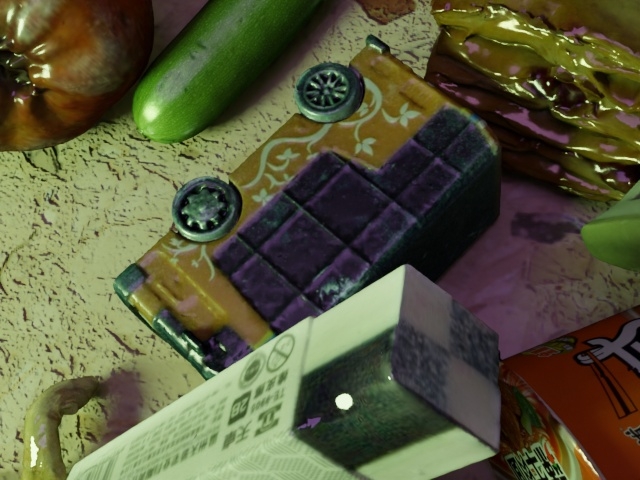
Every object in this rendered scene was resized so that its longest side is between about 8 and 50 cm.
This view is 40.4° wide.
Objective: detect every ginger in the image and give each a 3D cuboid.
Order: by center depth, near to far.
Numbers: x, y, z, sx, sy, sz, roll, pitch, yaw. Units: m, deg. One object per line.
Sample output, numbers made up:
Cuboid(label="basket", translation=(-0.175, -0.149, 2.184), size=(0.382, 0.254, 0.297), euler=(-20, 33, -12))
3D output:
Cuboid(label="ginger", translation=(-0.279, 0.252, 0.784), size=(0.089, 0.075, 0.288), euler=(11, 73, 24))

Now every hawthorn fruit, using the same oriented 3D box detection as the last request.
Cuboid(label="hawthorn fruit", translation=(-0.307, -0.223, 0.907), size=(0.284, 0.284, 0.284), euler=(-5, 64, 11))

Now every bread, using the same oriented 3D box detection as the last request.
Cuboid(label="bread", translation=(0.254, -0.220, 0.813), size=(0.277, 0.167, 0.325), euler=(24, 74, 23))

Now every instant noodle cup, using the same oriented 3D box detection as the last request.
Cuboid(label="instant noodle cup", translation=(0.248, 0.151, 0.612), size=(0.192, 0.250, 0.250), euler=(-27, 62, -10))

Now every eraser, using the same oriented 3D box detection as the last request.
Cuboid(label="eraser", translation=(-0.055, 0.157, 0.627), size=(0.404, 0.096, 0.098), euler=(-34, 30, 37))

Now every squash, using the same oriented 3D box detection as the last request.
Cuboid(label="squash", translation=(-0.067, -0.251, 0.945), size=(0.101, 0.101, 0.379), euler=(31, 74, 24))

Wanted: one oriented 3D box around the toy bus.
Cuboid(label="toy bus", translation=(0.000, 0.000, 0.779), size=(0.194, 0.162, 0.323), euler=(40, 78, 23))

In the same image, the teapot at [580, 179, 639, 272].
Cuboid(label="teapot", translation=(0.372, -0.101, 0.623), size=(0.321, 0.239, 0.240), euler=(-4, 96, -20))
